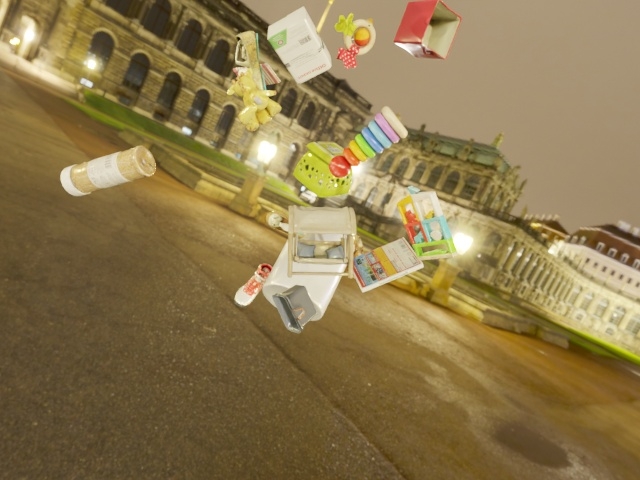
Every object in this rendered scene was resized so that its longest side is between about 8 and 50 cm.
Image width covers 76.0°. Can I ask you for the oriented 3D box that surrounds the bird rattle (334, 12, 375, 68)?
[{"bbox_3d":[0.180,-1.009,2.067,0.207,0.253,0.143,-15,31,-4],"label":"bird rattle"}]

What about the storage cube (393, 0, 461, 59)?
[{"bbox_3d":[0.487,-0.961,1.882,0.184,0.215,0.193,10,17,-37],"label":"storage cube"}]

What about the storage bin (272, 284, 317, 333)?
[{"bbox_3d":[-0.071,0.205,1.276,0.098,0.091,0.135,-2,-64,53],"label":"storage bin"}]

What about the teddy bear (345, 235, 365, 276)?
[{"bbox_3d":[0.184,0.098,2.309,0.113,0.245,0.338,-14,-2,-7],"label":"teddy bear"}]

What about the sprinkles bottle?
[{"bbox_3d":[-0.824,-0.267,1.593,0.355,0.121,0.121,-11,-4,15],"label":"sprinkles bottle"}]

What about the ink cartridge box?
[{"bbox_3d":[-0.076,-0.737,1.565,0.160,0.092,0.219,-18,-36,21],"label":"ink cartridge box"}]

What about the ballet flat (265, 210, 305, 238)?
[{"bbox_3d":[-0.161,-0.074,1.727,0.232,0.080,0.073,23,7,33],"label":"ballet flat"}]

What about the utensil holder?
[{"bbox_3d":[-0.057,0.141,1.952,0.328,0.385,0.327,19,-31,12],"label":"utensil holder"}]

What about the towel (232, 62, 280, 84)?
[{"bbox_3d":[-0.312,-0.816,2.019,0.197,0.029,0.144,0,-13,20],"label":"towel"}]

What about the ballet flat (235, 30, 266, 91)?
[{"bbox_3d":[-0.318,-0.776,1.831,0.123,0.348,0.123,-10,-12,-2],"label":"ballet flat"}]

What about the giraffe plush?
[{"bbox_3d":[-0.277,-0.567,1.618,0.170,0.181,0.210,54,-12,13],"label":"giraffe plush"}]

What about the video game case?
[{"bbox_3d":[0.280,0.103,1.809,0.204,0.285,0.025,-114,-178,-51],"label":"video game case"}]

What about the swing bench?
[{"bbox_3d":[0.000,0.000,1.589,0.253,0.254,0.165,1,19,-5],"label":"swing bench"}]

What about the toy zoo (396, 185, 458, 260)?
[{"bbox_3d":[0.392,-0.069,1.554,0.030,0.293,0.192,-25,5,-29],"label":"toy zoo"}]

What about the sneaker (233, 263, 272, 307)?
[{"bbox_3d":[-0.330,0.213,2.044,0.090,0.145,0.270,34,31,6],"label":"sneaker"}]

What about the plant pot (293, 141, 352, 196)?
[{"bbox_3d":[0.035,-0.369,2.065,0.228,0.207,0.227,-13,46,-45],"label":"plant pot"}]

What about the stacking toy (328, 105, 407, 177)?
[{"bbox_3d":[0.171,-0.367,1.608,0.141,0.330,0.141,45,21,-23],"label":"stacking toy"}]
